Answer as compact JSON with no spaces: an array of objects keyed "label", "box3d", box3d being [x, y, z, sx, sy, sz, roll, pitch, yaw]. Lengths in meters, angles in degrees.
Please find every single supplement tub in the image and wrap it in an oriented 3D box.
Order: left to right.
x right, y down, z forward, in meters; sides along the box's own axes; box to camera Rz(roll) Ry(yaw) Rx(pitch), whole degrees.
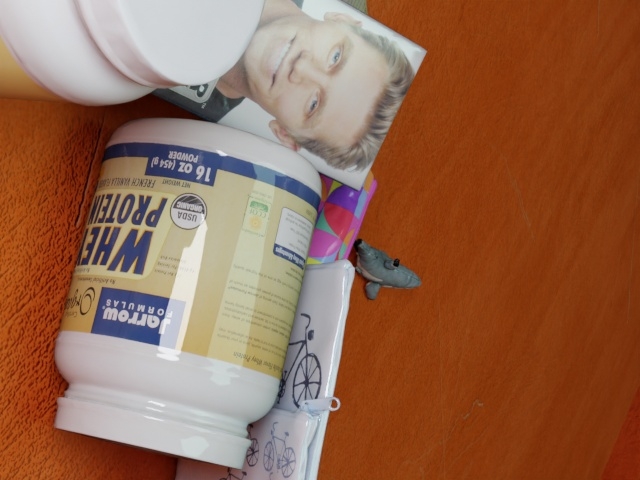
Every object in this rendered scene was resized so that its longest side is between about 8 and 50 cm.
[{"label":"supplement tub","box3d":[-0.229,-0.225,1.005,0.241,0.331,0.241,-19,112,-59]},{"label":"supplement tub","box3d":[-0.136,0.056,1.339,0.228,0.228,0.316,31,68,-59]}]

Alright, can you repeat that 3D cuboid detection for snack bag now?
[{"label":"snack bag","box3d":[-0.074,0.180,1.439,0.037,0.323,0.343,15,82,-27]}]

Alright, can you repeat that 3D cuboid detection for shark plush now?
[{"label":"shark plush","box3d":[0.090,0.026,1.909,0.073,0.067,0.161,-67,147,-27]}]

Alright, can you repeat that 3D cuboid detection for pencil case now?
[{"label":"pencil case","box3d":[0.000,0.000,1.712,0.104,0.104,0.236,51,51,-53]}]

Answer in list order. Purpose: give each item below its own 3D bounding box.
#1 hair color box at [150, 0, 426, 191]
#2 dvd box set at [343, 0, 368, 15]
[{"label":"hair color box","box3d":[-0.072,-0.197,1.358,0.347,0.105,0.174,23,95,-37]},{"label":"dvd box set","box3d":[0.001,-0.331,1.586,0.308,0.062,0.421,-71,156,-62]}]
